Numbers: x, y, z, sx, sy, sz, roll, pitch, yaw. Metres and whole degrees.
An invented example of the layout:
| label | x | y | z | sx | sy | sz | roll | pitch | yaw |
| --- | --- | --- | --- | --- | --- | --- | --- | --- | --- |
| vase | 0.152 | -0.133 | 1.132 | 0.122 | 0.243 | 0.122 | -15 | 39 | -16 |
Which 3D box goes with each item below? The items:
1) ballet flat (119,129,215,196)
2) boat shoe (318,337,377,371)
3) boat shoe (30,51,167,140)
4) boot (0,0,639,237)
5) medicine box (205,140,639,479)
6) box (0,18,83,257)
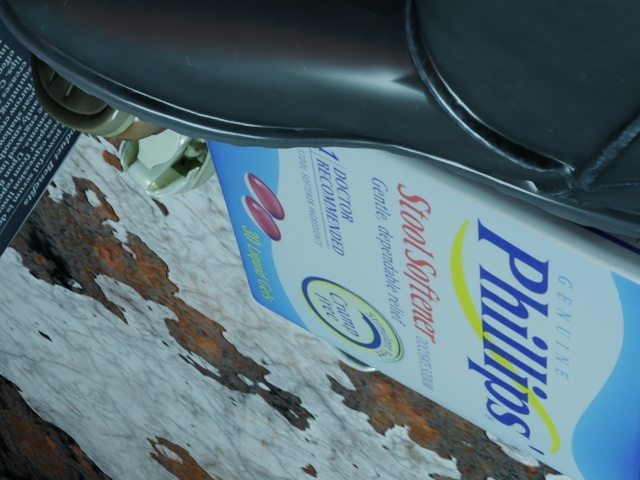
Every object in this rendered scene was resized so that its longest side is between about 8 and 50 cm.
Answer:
| label | x | y | z | sx | sy | sz | roll | pitch | yaw |
| --- | --- | --- | --- | --- | --- | --- | --- | --- | --- |
| ballet flat | -0.109 | -0.077 | 1.228 | 0.086 | 0.086 | 0.248 | 39 | 157 | -3 |
| boat shoe | 0.000 | 0.000 | 1.174 | 0.095 | 0.084 | 0.258 | -20 | 138 | 18 |
| boat shoe | -0.120 | -0.138 | 1.029 | 0.104 | 0.111 | 0.307 | 20 | -162 | -29 |
| boot | 0.049 | -0.118 | 0.549 | 0.366 | 0.146 | 0.445 | 13 | 174 | -3 |
| medicine box | 0.095 | -0.022 | 0.949 | 0.289 | 0.149 | 0.263 | 28 | 155 | 23 |
| box | -0.387 | -0.142 | 1.209 | 0.293 | 0.212 | 0.395 | 31 | 174 | 18 |
